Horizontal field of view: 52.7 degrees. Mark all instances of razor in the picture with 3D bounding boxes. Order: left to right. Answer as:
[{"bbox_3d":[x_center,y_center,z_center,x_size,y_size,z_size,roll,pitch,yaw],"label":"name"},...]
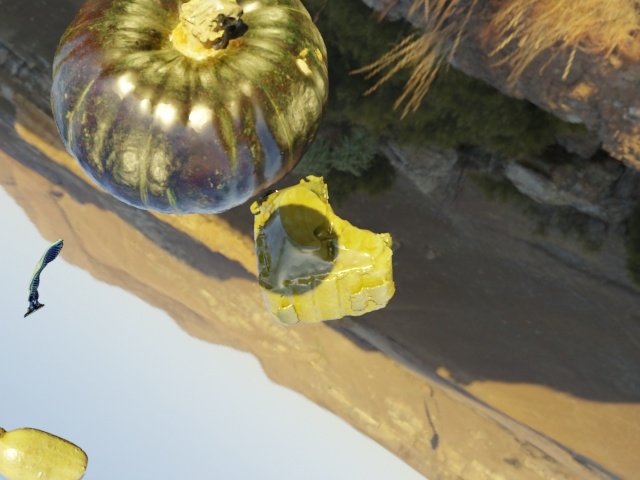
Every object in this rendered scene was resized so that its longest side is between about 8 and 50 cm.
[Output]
[{"bbox_3d":[-0.439,0.054,1.018,0.028,0.154,0.044,33,-154,5],"label":"razor"}]

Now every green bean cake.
[{"bbox_3d":[0.000,0.000,1.353,0.202,0.285,0.309,78,178,-53],"label":"green bean cake"}]

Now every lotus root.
[{"bbox_3d":[-0.476,0.362,1.077,0.077,0.090,0.183,-10,139,47],"label":"lotus root"}]

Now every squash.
[{"bbox_3d":[-0.088,-0.111,0.451,0.193,0.193,0.156,33,174,15],"label":"squash"}]
